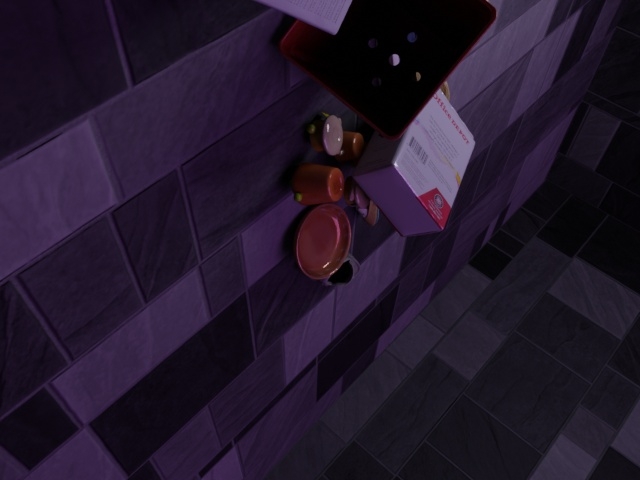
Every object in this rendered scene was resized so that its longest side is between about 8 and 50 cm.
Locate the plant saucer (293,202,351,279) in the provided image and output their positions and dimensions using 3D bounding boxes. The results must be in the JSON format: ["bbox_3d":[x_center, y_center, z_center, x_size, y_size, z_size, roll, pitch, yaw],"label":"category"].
[{"bbox_3d":[0.000,0.000,1.568,0.200,0.037,0.199,-15,112,-44],"label":"plant saucer"}]

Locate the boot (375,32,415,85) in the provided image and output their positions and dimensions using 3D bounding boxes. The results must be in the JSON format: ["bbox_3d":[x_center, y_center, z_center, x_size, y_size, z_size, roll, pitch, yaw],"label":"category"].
[{"bbox_3d":[0.179,-0.406,1.378,0.086,0.069,0.190,-43,153,-16],"label":"boot"}]

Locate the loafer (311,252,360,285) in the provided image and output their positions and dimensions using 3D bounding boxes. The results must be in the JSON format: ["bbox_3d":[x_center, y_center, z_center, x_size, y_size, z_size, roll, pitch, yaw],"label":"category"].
[{"bbox_3d":[0.047,0.090,1.766,0.112,0.111,0.319,-59,156,12],"label":"loafer"}]

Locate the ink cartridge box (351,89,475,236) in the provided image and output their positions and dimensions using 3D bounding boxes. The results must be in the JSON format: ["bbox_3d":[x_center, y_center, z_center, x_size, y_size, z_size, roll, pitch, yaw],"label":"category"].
[{"bbox_3d":[0.231,-0.195,1.456,0.226,0.131,0.306,47,51,-28],"label":"ink cartridge box"}]

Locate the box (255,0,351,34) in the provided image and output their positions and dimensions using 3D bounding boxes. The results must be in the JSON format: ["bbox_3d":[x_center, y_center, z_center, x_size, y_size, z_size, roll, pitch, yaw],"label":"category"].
[{"bbox_3d":[-0.109,-0.385,0.688,0.345,0.215,0.168,-9,131,-59],"label":"box"}]

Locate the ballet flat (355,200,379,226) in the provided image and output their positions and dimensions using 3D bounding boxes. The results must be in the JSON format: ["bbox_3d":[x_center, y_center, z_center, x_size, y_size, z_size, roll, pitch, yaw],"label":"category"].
[{"bbox_3d":[0.126,-0.124,1.695,0.073,0.080,0.232,-13,140,-15],"label":"ballet flat"}]

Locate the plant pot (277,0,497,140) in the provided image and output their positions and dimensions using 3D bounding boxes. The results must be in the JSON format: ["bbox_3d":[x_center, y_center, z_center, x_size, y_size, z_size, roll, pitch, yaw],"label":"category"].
[{"bbox_3d":[0.127,-0.356,1.118,0.267,0.267,0.236,-51,174,12],"label":"plant pot"}]

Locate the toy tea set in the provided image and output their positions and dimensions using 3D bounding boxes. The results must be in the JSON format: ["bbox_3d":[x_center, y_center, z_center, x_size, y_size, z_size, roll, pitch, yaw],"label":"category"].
[{"bbox_3d":[0.034,-0.171,1.430,0.336,0.124,0.199,6,88,-60],"label":"toy tea set"}]

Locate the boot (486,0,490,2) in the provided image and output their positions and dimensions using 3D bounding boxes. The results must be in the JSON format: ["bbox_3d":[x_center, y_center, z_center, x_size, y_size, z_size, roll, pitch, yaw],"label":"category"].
[{"bbox_3d":[0.387,-0.559,1.578,0.085,0.059,0.157,-35,152,-26],"label":"boot"}]

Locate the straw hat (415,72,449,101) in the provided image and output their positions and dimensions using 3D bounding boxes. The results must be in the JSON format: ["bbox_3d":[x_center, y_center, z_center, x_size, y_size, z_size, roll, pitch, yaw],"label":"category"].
[{"bbox_3d":[0.267,-0.389,1.572,0.061,0.144,0.145,-17,-173,43],"label":"straw hat"}]

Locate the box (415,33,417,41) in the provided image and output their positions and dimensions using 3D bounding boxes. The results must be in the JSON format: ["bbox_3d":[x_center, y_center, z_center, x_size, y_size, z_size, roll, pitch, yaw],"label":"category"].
[{"bbox_3d":[0.256,-0.515,1.427,0.094,0.027,0.137,-34,150,-35],"label":"box"}]
